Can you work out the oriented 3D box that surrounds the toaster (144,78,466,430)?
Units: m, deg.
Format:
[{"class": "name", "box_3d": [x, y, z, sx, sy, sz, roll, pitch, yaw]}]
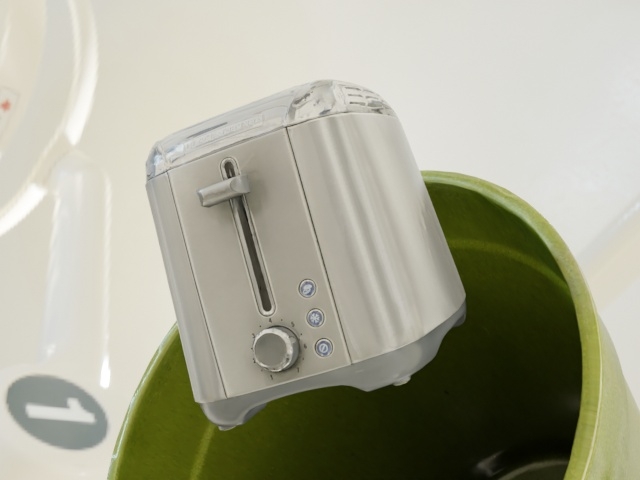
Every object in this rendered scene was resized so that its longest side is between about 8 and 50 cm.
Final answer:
[{"class": "toaster", "box_3d": [0.000, 0.000, 0.502, 0.129, 0.227, 0.146, -17, -90, 19]}]

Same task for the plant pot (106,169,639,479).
[{"class": "plant pot", "box_3d": [0.099, 0.197, 0.676, 0.367, 0.353, 0.366, -25, -137, 26]}]
